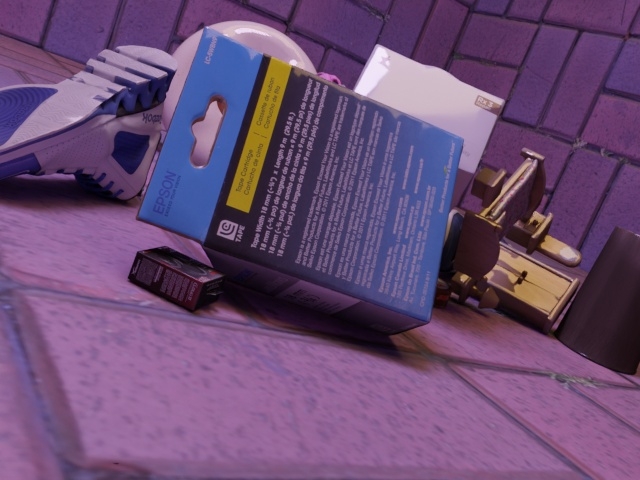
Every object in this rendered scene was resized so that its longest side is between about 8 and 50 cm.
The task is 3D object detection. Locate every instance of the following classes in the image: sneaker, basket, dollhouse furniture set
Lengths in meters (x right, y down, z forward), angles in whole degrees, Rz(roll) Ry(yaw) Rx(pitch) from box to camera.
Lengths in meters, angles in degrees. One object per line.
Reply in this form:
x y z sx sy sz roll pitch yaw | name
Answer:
0.312 0.021 1.425 0.148 0.131 0.350 23 8 21 | sneaker
-0.299 -0.115 0.895 0.128 0.182 0.315 25 40 22 | sneaker
0.542 0.101 1.262 0.154 0.226 0.204 26 12 19 | basket
0.381 -0.027 1.193 0.174 0.355 0.303 31 57 24 | dollhouse furniture set

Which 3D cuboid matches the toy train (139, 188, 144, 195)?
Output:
-0.299 -0.086 1.031 0.083 0.017 0.023 19 22 -20 | toy train

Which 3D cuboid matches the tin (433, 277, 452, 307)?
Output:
0.135 0.056 1.173 0.106 0.040 0.190 4 20 -48 | tin

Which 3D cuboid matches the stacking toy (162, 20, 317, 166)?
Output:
-0.204 -0.282 1.691 0.351 0.350 0.480 21 -9 -9 | stacking toy

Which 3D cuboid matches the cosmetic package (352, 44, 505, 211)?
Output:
0.127 -0.116 1.168 0.217 0.156 0.385 24 -23 6 | cosmetic package

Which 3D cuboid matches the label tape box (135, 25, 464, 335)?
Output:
-0.019 -0.059 0.805 0.334 0.240 0.106 21 -21 -16 | label tape box

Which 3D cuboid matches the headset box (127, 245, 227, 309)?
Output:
-0.137 0.038 0.697 0.083 0.032 0.062 23 10 12 | headset box

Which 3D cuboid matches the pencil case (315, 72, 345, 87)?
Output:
0.080 -0.159 1.448 0.386 0.160 0.167 46 -13 -18 | pencil case
